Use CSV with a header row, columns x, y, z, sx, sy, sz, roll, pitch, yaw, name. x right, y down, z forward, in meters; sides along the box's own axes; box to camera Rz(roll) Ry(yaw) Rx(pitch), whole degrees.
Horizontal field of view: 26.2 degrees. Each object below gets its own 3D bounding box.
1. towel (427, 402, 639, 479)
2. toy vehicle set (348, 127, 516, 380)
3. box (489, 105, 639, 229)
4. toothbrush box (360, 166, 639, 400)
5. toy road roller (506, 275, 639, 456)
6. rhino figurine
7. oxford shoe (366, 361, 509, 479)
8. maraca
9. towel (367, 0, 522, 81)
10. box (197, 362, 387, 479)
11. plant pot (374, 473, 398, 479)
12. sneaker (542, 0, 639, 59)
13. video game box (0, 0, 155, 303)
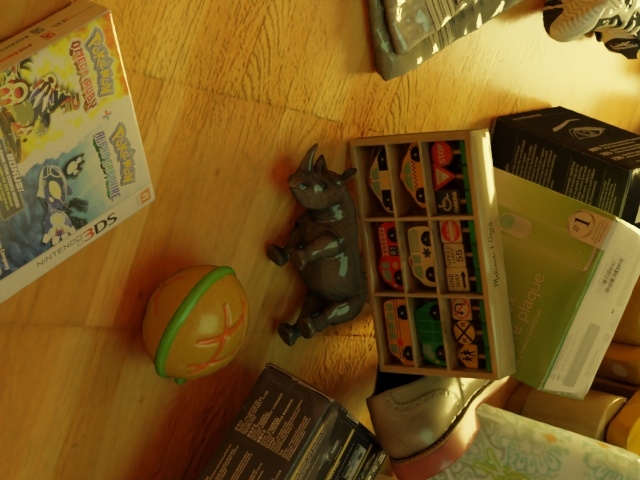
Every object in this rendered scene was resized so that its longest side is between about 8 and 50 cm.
x,y,z,sx,sy,sz,roll,pitch,yaw,name
0.245,0.418,1.866,0.321,0.090,0.374,18,103,-11,towel
0.121,0.015,1.495,0.035,0.166,0.266,-15,100,-47,toy vehicle set
0.330,-0.084,1.731,0.153,0.207,0.108,-14,121,-45,box
0.202,0.029,1.577,0.122,0.283,0.206,19,96,-52,toothbrush box
0.414,0.154,1.994,0.329,0.203,0.240,-44,127,-33,toy road roller
0.000,0.000,1.491,0.106,0.073,0.243,-29,130,-33,rhino figurine
0.146,0.149,1.675,0.130,0.123,0.348,58,25,-12,oxford shoe
-0.122,0.087,1.379,0.127,0.099,0.185,-52,168,-13,maraca
0.160,-0.367,1.483,0.312,0.056,0.324,-38,137,-31,towel
-0.080,0.355,1.515,0.394,0.097,0.318,-60,160,-8,box
0.066,0.357,1.765,0.096,0.109,0.109,-58,145,-30,plant pot
0.374,-0.279,1.761,0.235,0.094,0.153,-48,133,-36,sneaker
-0.239,-0.075,1.176,0.187,0.048,0.205,-40,137,-33,video game box
